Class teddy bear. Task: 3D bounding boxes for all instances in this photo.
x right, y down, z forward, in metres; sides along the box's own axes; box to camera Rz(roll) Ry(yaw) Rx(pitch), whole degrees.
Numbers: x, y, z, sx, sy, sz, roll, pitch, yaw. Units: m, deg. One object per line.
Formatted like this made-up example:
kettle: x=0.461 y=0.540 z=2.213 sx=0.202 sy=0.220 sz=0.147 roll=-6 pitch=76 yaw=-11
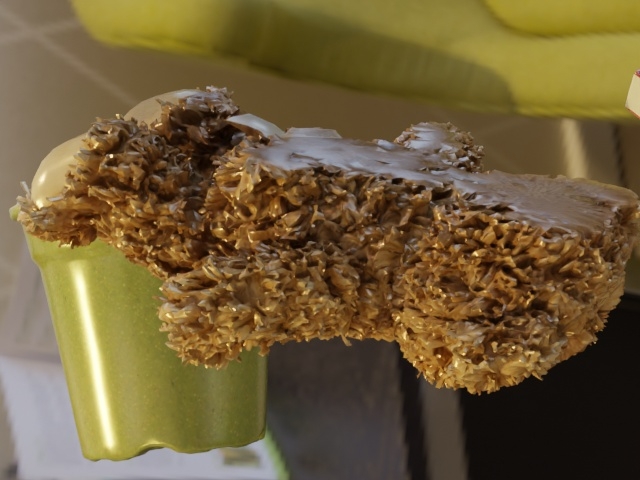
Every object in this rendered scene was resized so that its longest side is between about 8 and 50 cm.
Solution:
teddy bear: x=0.000 y=0.000 z=0.972 sx=0.245 sy=0.338 sz=0.113 roll=-64 pitch=-18 yaw=-67

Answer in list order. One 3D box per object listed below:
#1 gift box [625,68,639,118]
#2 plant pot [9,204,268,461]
gift box: x=0.476 y=-0.170 z=1.655 sx=0.255 sy=0.276 sz=0.258 roll=48 pitch=144 yaw=34
plant pot: x=-0.155 y=0.081 z=1.745 sx=0.276 sy=0.276 sz=0.253 roll=-11 pitch=83 yaw=58
